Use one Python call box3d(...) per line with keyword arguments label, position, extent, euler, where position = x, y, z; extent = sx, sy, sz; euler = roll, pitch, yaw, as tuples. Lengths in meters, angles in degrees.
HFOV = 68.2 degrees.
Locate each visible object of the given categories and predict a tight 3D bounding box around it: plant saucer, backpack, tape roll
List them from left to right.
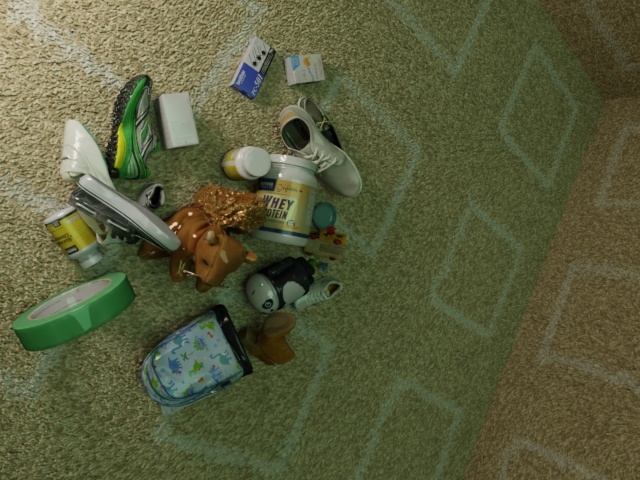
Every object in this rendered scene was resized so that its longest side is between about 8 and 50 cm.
box3d(label="tape roll", position=(-0.711, 0.199, 1.379), extent=(0.321, 0.321, 0.077), euler=(-29, 108, -28))
box3d(label="backpack", position=(-0.440, 0.419, 1.633), extent=(0.355, 0.273, 0.290), euler=(-23, 88, -15))
box3d(label="plant saucer", position=(0.015, -0.103, 2.004), extent=(0.119, 0.021, 0.119), euler=(-4, 98, -33))

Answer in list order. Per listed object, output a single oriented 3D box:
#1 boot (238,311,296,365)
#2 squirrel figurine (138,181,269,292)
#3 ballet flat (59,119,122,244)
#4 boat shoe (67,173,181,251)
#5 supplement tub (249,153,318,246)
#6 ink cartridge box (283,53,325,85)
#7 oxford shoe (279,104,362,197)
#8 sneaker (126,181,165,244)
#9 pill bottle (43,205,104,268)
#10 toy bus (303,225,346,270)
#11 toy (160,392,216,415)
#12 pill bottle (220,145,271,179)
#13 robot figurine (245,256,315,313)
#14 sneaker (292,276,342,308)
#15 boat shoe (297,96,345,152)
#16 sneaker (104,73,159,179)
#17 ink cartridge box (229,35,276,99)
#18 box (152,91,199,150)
box3d(label="boot", position=(-0.154, 0.384, 1.808), extent=(0.211, 0.295, 0.104), euler=(46, 37, -31))
box3d(label="squirrel figurine", position=(-0.351, -0.021, 1.563), extent=(0.281, 0.370, 0.397), euler=(37, 75, -30))
box3d(label="ballet flat", position=(-0.702, -0.168, 1.437), extent=(0.139, 0.139, 0.400), euler=(-29, 106, -28))
box3d(label="boat shoe", position=(-0.578, -0.055, 1.402), extent=(0.335, 0.121, 0.119), euler=(37, 91, -12))
box3d(label="supplement tub", position=(-0.134, -0.147, 1.779), extent=(0.228, 0.228, 0.316), euler=(10, 89, -33))
box3d(label="ink cartridge box", position=(-0.048, -0.681, 1.882), extent=(0.181, 0.061, 0.104), euler=(-19, 105, -31))
box3d(label="oxford shoe", position=(-0.005, -0.330, 1.861), extent=(0.449, 0.169, 0.130), euler=(48, 26, -18))
box3d(label="sneaker", position=(-0.578, -0.092, 1.550), extent=(0.086, 0.132, 0.229), euler=(26, 80, -32))
box3d(label="pill bottle", position=(-0.754, -0.008, 1.461), extent=(0.103, 0.103, 0.184), euler=(-36, 112, -25))
box3d(label="toy bus", position=(0.011, 0.007, 1.961), extent=(0.202, 0.191, 0.104), euler=(53, 24, -26))
box3d(label="toy", position=(-0.468, 0.540, 1.730), extent=(0.237, 0.056, 0.137), euler=(-18, 103, -31))
box3d(label="pill bottle", position=(-0.267, -0.274, 1.691), extent=(0.119, 0.208, 0.119), euler=(-4, 97, -33))
box3d(label="robot figurine", position=(-0.152, 0.171, 1.830), extent=(0.278, 0.173, 0.209), euler=(-27, 106, -29))
box3d(label="sneaker", position=(-0.015, 0.219, 1.974), extent=(0.228, 0.092, 0.087), euler=(-27, 110, -27))
box3d(label="boat shoe", position=(0.010, -0.448, 1.925), extent=(0.109, 0.091, 0.305), euler=(-39, 114, -24))
box3d(label="sneaker", position=(-0.594, -0.364, 1.532), extent=(0.146, 0.134, 0.344), euler=(7, 100, -40))
box3d(label="ink cartridge box", position=(-0.250, -0.642, 1.763), extent=(0.097, 0.046, 0.207), euler=(28, 80, -31))
box3d(label="box", position=(-0.485, -0.396, 1.583), extent=(0.091, 0.130, 0.171), euler=(-16, 103, -30))
